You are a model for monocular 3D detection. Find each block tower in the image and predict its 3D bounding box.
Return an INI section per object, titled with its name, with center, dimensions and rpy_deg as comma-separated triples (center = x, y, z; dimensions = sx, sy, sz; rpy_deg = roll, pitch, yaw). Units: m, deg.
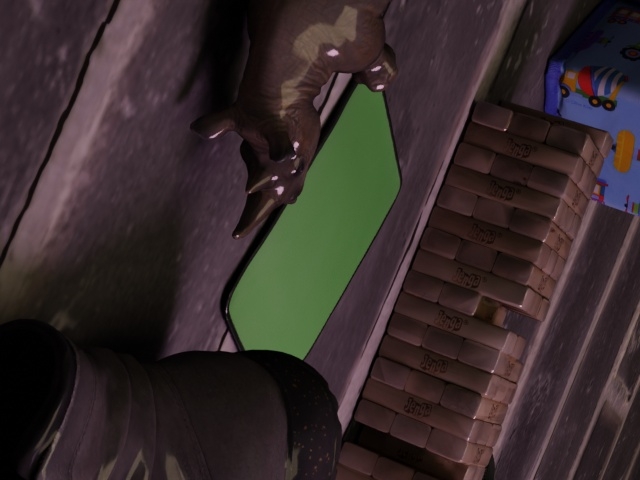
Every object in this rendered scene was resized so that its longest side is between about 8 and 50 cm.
[block tower]
center = 0.111, 0.058, 1.164
dimensions = 0.335, 0.091, 0.097
rpy_deg = -69, 160, -3

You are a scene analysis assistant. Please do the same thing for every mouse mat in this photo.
[mouse mat]
center = 0.000, 0.000, 0.957
dimensions = 0.189, 0.007, 0.152
rpy_deg = -58, 157, -23

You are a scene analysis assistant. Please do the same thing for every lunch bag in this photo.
[lunch bag]
center = 0.351, -0.147, 1.373
dimensions = 0.293, 0.221, 0.138
rpy_deg = -51, 152, -39

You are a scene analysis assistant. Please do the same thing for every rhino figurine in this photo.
[rhino figurine]
center = 0.003, -0.113, 0.768
dimensions = 0.243, 0.073, 0.106
rpy_deg = -66, 163, -4

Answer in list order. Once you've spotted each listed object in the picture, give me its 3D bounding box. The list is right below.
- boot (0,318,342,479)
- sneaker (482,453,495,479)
[boot]
center = -0.104, 0.205, 0.710
dimensions = 0.223, 0.118, 0.338
rpy_deg = 7, 85, -57
[sneaker]
center = 0.106, 0.207, 1.335
dimensions = 0.166, 0.065, 0.076
rpy_deg = -45, 144, -50
